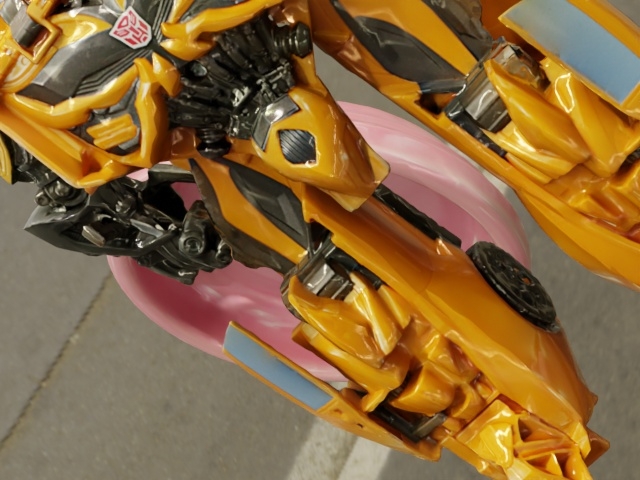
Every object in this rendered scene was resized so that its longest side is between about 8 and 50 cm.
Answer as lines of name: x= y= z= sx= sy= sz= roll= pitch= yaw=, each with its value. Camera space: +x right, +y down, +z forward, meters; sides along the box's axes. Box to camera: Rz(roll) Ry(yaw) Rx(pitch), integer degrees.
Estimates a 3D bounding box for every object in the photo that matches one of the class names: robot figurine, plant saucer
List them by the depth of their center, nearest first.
robot figurine: x=0.015 y=-0.033 z=0.384 sx=0.291 sy=0.211 sz=0.085 roll=34 pitch=24 yaw=-16
plant saucer: x=0.000 y=0.000 z=0.922 sx=0.332 sy=0.332 sz=0.084 roll=2 pitch=55 yaw=7

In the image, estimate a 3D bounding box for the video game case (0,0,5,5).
video game case: x=-0.108 y=-0.073 z=0.498 sx=0.122 sy=0.087 sz=0.011 roll=-12 pitch=32 yaw=35
